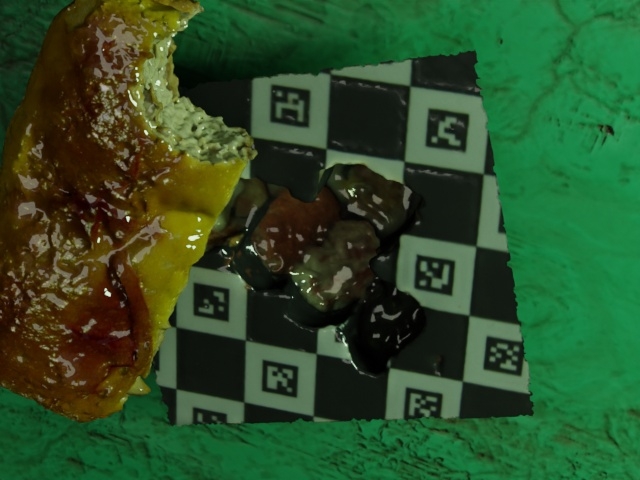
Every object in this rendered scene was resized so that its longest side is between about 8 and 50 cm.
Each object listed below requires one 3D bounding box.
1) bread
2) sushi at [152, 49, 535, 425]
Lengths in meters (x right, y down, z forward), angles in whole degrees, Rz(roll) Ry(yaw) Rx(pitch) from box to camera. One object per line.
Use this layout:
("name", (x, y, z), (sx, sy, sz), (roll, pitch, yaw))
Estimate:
("bread", (-0.168, -0.025, 1.277), (0.185, 0.109, 0.380), (28, 121, 3))
("sushi", (0.000, 0.000, 1.340), (0.339, 0.069, 0.320), (-5, 115, 20))
